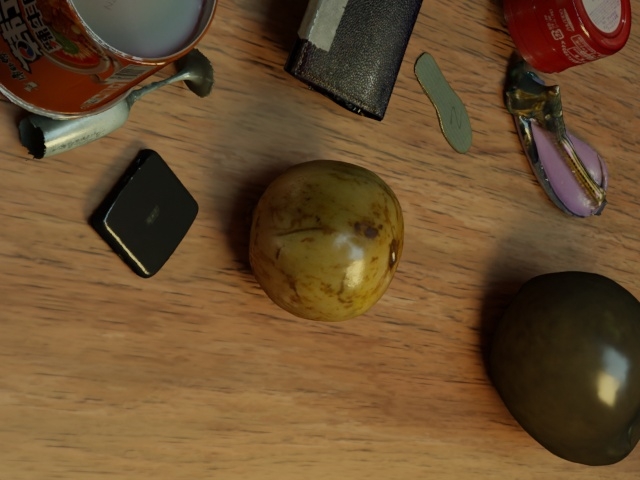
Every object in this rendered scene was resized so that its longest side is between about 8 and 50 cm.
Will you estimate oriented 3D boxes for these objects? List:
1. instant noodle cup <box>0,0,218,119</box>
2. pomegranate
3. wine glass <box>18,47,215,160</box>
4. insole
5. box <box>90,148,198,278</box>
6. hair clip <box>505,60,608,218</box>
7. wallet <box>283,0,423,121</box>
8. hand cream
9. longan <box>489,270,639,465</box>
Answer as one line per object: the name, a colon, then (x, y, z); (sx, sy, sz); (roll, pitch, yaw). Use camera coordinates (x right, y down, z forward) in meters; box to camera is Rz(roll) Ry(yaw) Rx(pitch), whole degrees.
instant noodle cup: (-0.240, -0.266, 1.585); (0.250, 0.192, 0.250); (5, 82, -37)
pomegranate: (0.000, 0.000, 1.921); (0.215, 0.215, 0.215); (-10, 104, -44)
wine glass: (-0.242, -0.160, 1.732); (0.262, 0.074, 0.074); (-28, 116, -37)
insole: (0.187, -0.204, 2.199); (0.064, 0.004, 0.188); (-54, 130, -26)
box: (-0.214, -0.031, 1.814); (0.126, 0.027, 0.125); (-57, 134, -24)
hair clip: (0.390, -0.145, 2.382); (0.358, 0.096, 0.110); (54, 26, -46)
wallet: (0.049, -0.290, 1.954); (0.262, 0.071, 0.220); (18, 94, -64)
hand cream: (0.379, -0.360, 2.248); (0.193, 0.125, 0.193); (17, 67, -47)
longan: (0.412, 0.201, 2.322); (0.288, 0.288, 0.350); (-51, 140, -26)
